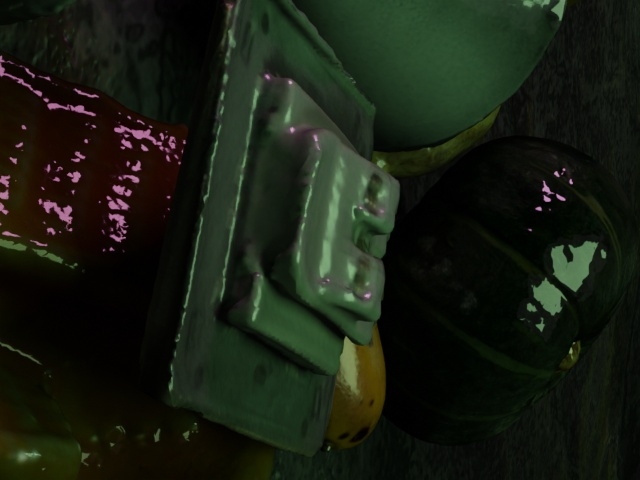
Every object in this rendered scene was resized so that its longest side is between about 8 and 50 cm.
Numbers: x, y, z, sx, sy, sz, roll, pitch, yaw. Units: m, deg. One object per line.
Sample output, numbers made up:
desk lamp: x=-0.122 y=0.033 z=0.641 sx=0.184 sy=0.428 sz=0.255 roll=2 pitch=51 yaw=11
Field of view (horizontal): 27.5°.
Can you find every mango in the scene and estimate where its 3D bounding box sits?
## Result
mango: x=0.004 y=0.078 z=1.042 sx=0.115 sy=0.090 sz=0.178 roll=-17 pitch=105 yaw=-66

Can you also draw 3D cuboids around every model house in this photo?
model house: x=-0.127 y=0.051 z=0.608 sx=0.268 sy=0.173 sz=0.239 roll=-91 pitch=169 yaw=-47

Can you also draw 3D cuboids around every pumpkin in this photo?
pumpkin: x=0.147 y=0.045 z=1.173 sx=0.300 sy=0.207 sz=0.300 roll=-49 pitch=164 yaw=-20

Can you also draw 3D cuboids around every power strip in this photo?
power strip: x=0.000 y=0.000 z=0.621 sx=0.213 sy=0.064 sz=0.198 roll=34 pitch=62 yaw=-66

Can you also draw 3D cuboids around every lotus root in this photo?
lotus root: x=0.077 y=-0.117 z=1.120 sx=0.214 sy=0.138 sz=0.138 roll=-57 pitch=144 yaw=-39

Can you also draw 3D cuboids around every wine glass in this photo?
wine glass: x=-0.044 y=-0.195 z=0.721 sx=0.406 sy=0.267 sz=0.267 roll=2 pitch=92 yaw=-60

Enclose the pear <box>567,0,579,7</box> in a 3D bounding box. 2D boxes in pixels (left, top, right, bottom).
pear: x=0.126 y=-0.310 z=1.012 sx=0.304 sy=0.303 sz=0.304 roll=4 pitch=90 yaw=-66
